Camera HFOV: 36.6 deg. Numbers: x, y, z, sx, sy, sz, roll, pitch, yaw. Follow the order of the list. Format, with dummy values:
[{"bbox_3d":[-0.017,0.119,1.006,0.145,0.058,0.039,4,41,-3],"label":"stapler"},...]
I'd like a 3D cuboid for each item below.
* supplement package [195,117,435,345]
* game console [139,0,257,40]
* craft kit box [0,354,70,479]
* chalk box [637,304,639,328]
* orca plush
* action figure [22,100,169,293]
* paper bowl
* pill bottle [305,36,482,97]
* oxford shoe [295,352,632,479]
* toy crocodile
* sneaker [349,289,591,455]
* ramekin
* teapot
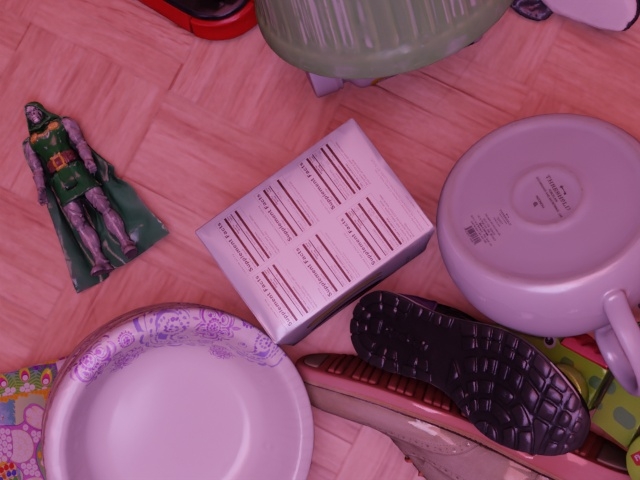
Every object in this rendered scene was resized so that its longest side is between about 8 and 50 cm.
[{"bbox_3d":[0.000,0.000,1.074,0.203,0.194,0.149,-36,82,0],"label":"supplement package"},{"bbox_3d":[-0.148,-0.477,1.210,0.342,0.060,0.387,32,86,10],"label":"game console"},{"bbox_3d":[-0.365,0.282,1.139,0.246,0.061,0.250,-17,83,4],"label":"craft kit box"},{"bbox_3d":[0.426,0.050,1.075,0.213,0.132,0.132,-38,83,0],"label":"chalk box"},{"bbox_3d":[0.267,-0.358,1.169,0.287,0.102,0.151,26,131,16],"label":"orca plush"},{"bbox_3d":[-0.298,-0.070,1.170,0.137,0.063,0.232,-32,80,3],"label":"action figure"},{"bbox_3d":[-0.160,0.209,1.060,0.284,0.148,0.284,0,90,-19],"label":"paper bowl"},{"bbox_3d":[0.074,-0.251,1.134,0.208,0.119,0.119,-22,83,0],"label":"pill bottle"},{"bbox_3d":[0.143,0.240,1.073,0.396,0.140,0.147,21,102,13],"label":"oxford shoe"},{"bbox_3d":[0.328,0.173,1.031,0.340,0.115,0.105,34,111,35],"label":"toy crocodile"},{"bbox_3d":[0.175,0.125,1.028,0.283,0.124,0.107,29,106,36],"label":"sneaker"},{"bbox_3d":[0.056,-0.330,1.024,0.303,0.148,0.303,-9,51,12],"label":"ramekin"},{"bbox_3d":[0.251,0.008,1.013,0.252,0.187,0.256,11,61,27],"label":"teapot"}]
